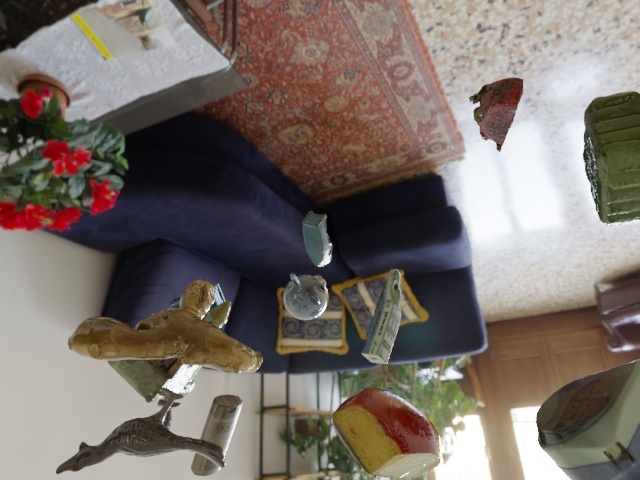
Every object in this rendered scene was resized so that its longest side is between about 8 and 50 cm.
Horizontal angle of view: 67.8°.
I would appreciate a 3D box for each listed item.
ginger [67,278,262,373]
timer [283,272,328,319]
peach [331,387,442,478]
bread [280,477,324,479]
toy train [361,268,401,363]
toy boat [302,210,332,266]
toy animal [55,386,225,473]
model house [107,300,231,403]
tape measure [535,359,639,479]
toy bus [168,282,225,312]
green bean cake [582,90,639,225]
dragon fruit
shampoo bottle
[{"bbox_3d":[-0.344,0.217,1.077,0.363,0.122,0.348,-10,-155,-39],"label":"ginger"},{"bbox_3d":[-0.038,0.172,1.621,0.175,0.175,0.255,4,146,-16],"label":"timer"},{"bbox_3d":[0.239,0.663,1.684,0.380,0.306,0.242,23,115,-30],"label":"peach"},{"bbox_3d":[-0.111,0.686,1.003,0.314,0.191,0.370,-18,135,-51],"label":"bread"},{"bbox_3d":[0.157,0.166,1.100,0.051,0.234,0.052,-3,141,41],"label":"toy train"},{"bbox_3d":[0.000,0.000,1.408,0.075,0.077,0.185,13,129,33],"label":"toy boat"},{"bbox_3d":[-0.369,0.427,1.069,0.367,0.206,0.081,-6,118,6],"label":"toy animal"},{"bbox_3d":[-0.398,0.280,1.392,0.194,0.325,0.267,39,173,15],"label":"model house"},{"bbox_3d":[0.612,0.402,1.041,0.259,0.138,0.262,-33,172,-33],"label":"tape measure"},{"bbox_3d":[-0.446,0.228,1.705,0.184,0.090,0.106,-21,-174,6],"label":"toy bus"},{"bbox_3d":[0.644,-0.178,1.028,0.125,0.222,0.248,-7,140,22],"label":"green bean cake"},{"bbox_3d":[0.361,-0.273,1.007,0.096,0.102,0.147,8,153,11],"label":"dragon fruit"},{"bbox_3d":[-0.284,0.533,1.305,0.086,0.227,0.056,10,-165,-42],"label":"shampoo bottle"}]
